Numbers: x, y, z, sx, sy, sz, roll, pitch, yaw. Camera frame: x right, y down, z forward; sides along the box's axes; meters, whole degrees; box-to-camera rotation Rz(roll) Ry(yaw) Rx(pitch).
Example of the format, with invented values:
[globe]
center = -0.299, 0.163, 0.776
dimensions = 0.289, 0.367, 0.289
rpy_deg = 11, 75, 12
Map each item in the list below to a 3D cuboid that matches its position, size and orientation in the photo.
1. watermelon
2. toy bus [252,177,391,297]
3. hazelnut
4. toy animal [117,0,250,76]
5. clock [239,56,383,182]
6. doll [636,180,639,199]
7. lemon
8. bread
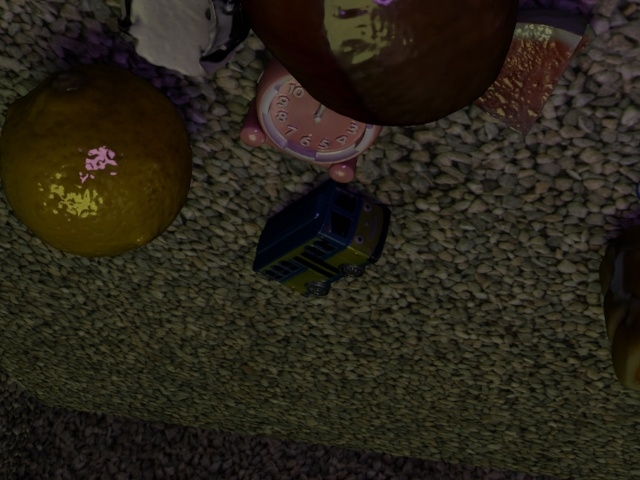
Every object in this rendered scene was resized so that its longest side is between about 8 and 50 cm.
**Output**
[watermelon]
center = 0.299, -0.259, 1.484
dimensions = 0.256, 0.176, 0.260
rpy_deg = -5, 144, -30
[toy bus]
center = 0.000, 0.000, 2.099
dimensions = 0.175, 0.138, 0.288
rpy_deg = 28, 148, -22
[hazelnut]
center = 0.056, -0.349, 1.294
dimensions = 0.421, 0.352, 0.421
rpy_deg = 28, 167, 7
[toy animal]
center = -0.201, -0.377, 1.552
dimensions = 0.204, 0.156, 0.208
rpy_deg = 17, 134, 4
[clock]
center = 0.005, -0.245, 1.705
dimensions = 0.227, 0.142, 0.241
rpy_deg = 21, 140, -9
[doll]
center = 0.583, -0.105, 1.726
dimensions = 0.099, 0.057, 0.143
rpy_deg = 37, 151, 6
[lemon]
center = -0.408, -0.152, 1.843
dimensions = 0.350, 0.349, 0.387
rpy_deg = 9, 134, 12
[bread]
center = 0.620, 0.125, 1.812
dimensions = 0.210, 0.341, 0.300
rpy_deg = 13, 154, -15
